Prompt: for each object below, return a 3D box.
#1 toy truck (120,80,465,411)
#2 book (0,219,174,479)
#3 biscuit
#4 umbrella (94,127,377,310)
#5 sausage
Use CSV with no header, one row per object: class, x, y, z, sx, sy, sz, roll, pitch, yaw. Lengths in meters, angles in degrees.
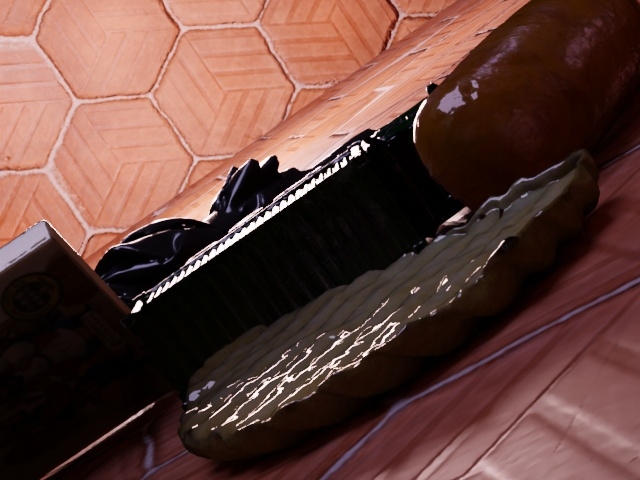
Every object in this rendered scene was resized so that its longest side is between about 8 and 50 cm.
toy truck,0.000,0.000,1.059,0.259,0.088,0.121,-35,6,5
book,-0.244,0.117,1.090,0.264,0.202,0.027,-34,52,1
biscuit,0.021,0.050,0.837,0.273,0.036,0.187,-29,9,31
umbrella,-0.054,-0.005,1.302,0.340,0.118,0.118,-35,6,-36
sausage,0.142,-0.096,1.006,0.109,0.109,0.270,-29,9,35
